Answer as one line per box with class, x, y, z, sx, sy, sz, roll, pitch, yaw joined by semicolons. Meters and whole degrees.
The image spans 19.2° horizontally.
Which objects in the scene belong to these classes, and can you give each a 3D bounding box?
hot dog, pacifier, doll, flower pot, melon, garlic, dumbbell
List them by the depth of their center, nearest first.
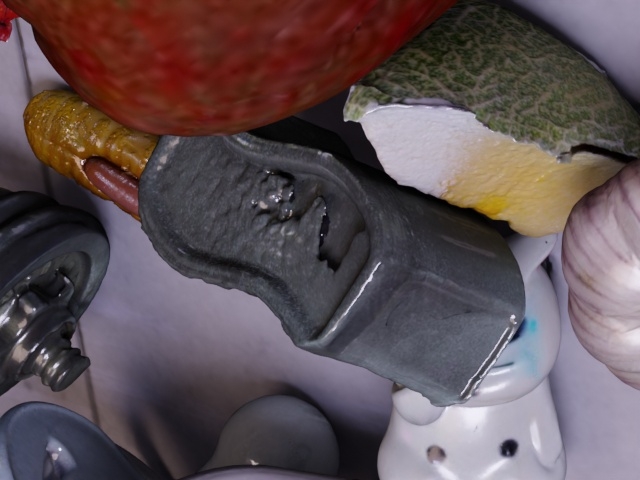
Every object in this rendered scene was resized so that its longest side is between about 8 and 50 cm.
garlic;0.190;0.011;0.939;0.147;0.159;0.102;-57;33;23
melon;0.082;-0.070;0.978;0.093;0.202;0.139;-45;45;37
flower pot;0.000;0.000;1.027;0.229;0.108;0.103;33;99;51
doll;0.086;0.080;1.088;0.110;0.107;0.181;1;122;8
hot dog;-0.110;-0.036;1.221;0.215;0.047;0.066;32;131;20
pacifier;-0.079;0.185;1.272;0.226;0.238;0.287;-38;109;16
dumbbell;-0.307;-0.041;1.282;0.406;0.179;0.179;41;136;15

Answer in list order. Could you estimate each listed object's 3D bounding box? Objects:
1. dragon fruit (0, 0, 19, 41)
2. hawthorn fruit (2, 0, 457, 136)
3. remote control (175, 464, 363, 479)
dragon fruit;-0.232;-0.263;1.029;0.250;0.269;0.291;24;134;14
hawthorn fruit;-0.034;-0.214;0.846;0.308;0.308;0.325;47;125;5
remote control;0.001;0.249;1.156;0.103;0.332;0.221;-136;61;-65
